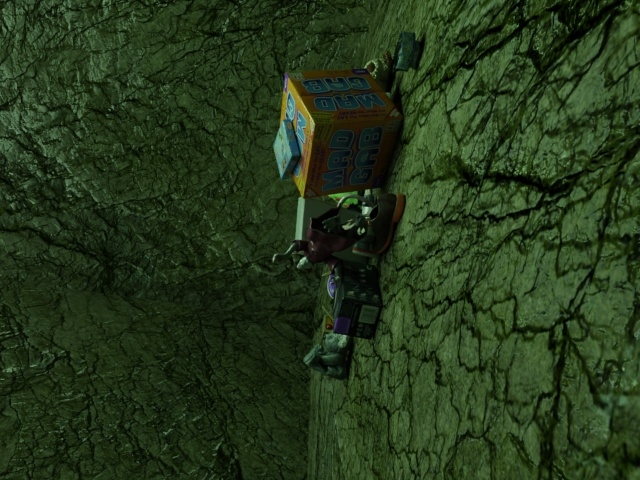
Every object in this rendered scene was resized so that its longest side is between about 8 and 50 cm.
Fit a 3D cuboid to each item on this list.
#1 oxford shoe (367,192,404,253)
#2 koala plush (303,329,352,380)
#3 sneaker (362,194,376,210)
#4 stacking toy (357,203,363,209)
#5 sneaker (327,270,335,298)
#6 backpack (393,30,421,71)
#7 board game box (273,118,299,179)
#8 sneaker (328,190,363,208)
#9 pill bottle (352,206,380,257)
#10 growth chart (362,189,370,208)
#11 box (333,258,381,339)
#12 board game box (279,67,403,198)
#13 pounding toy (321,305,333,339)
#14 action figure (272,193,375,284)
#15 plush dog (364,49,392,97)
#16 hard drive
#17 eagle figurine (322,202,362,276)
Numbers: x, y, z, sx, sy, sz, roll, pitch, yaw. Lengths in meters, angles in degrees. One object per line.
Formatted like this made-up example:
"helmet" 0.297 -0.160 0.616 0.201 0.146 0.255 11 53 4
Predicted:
"oxford shoe" 0.204 -0.061 1.582 0.271 0.098 0.097 102 175 -45
"koala plush" 0.070 0.488 2.082 0.221 0.203 0.196 -61 -8 1
"sneaker" 0.206 -0.131 2.016 0.053 0.059 0.144 -151 68 -84
"stacking toy" 0.132 -0.046 2.399 0.309 0.130 0.280 121 157 -79
"sneaker" 0.103 0.174 2.543 0.146 0.102 0.294 107 171 -62
"backpack" 0.300 -0.653 1.594 0.114 0.084 0.105 95 180 -57
"board game box" -0.141 -0.363 1.869 0.211 0.039 0.160 133 125 -66
"sneaker" 0.150 -0.288 2.504 0.202 0.185 0.483 -54 15 2
"pill bottle" 0.185 -0.032 1.743 0.108 0.107 0.180 -141 60 -86
"growth chart" 0.219 -0.175 2.211 0.172 0.021 0.237 104 174 -48
"box" 0.131 0.214 1.725 0.270 0.143 0.165 -87 9 -62
"board game box" 0.059 -0.437 1.874 0.356 0.356 0.356 103 150 -48
"pounding toy" 0.060 0.431 2.397 0.141 0.130 0.100 -85 6 -47
"action figure" 0.000 0.000 1.701 0.370 0.248 0.276 -48 16 54
"plush dog" 0.253 -0.744 2.135 0.262 0.210 0.226 -18 44 55
"hard drive" 0.056 -0.032 1.945 0.047 0.353 0.233 -14 68 53
"eagle figurine" 0.099 -0.007 2.131 0.225 0.226 0.299 -19 85 56
